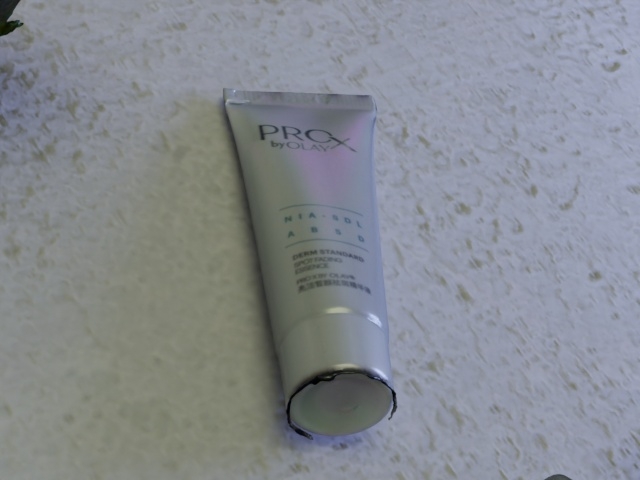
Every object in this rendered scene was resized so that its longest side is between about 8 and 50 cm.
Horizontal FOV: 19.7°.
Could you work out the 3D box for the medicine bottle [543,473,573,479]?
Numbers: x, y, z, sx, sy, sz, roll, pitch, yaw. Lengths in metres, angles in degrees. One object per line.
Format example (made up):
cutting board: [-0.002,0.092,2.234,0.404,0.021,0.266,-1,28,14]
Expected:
medicine bottle: [0.196,0.188,0.921,0.221,0.061,0.092,32,32,-5]

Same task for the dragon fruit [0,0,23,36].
dragon fruit: [-0.247,-0.142,0.903,0.295,0.268,0.130,-23,82,-29]

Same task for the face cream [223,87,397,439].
face cream: [0.000,0.000,1.006,0.092,0.058,0.243,4,45,-13]
